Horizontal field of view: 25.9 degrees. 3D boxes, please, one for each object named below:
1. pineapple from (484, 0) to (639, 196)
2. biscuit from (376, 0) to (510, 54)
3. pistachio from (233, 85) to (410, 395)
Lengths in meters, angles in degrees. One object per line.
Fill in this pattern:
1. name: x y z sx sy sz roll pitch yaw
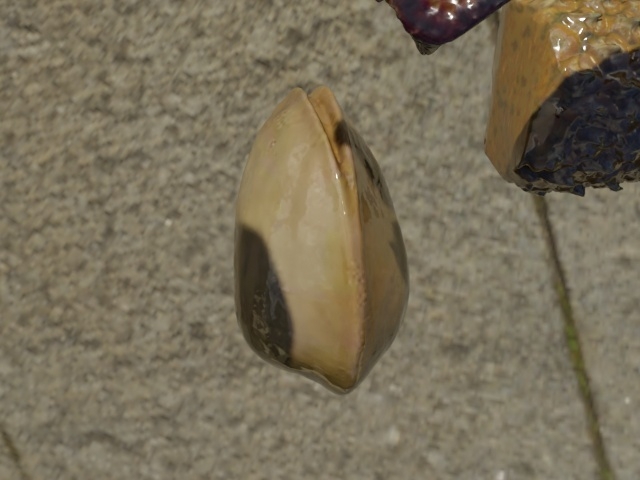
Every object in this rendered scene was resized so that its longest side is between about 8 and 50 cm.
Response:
1. pineapple: 0.329 -0.143 1.283 0.362 0.202 0.202 -3 127 -13
2. biscuit: 0.185 -0.252 0.801 0.388 0.073 0.107 -34 96 2
3. pistachio: 0.000 0.000 1.224 0.162 0.212 0.261 -13 114 -22
